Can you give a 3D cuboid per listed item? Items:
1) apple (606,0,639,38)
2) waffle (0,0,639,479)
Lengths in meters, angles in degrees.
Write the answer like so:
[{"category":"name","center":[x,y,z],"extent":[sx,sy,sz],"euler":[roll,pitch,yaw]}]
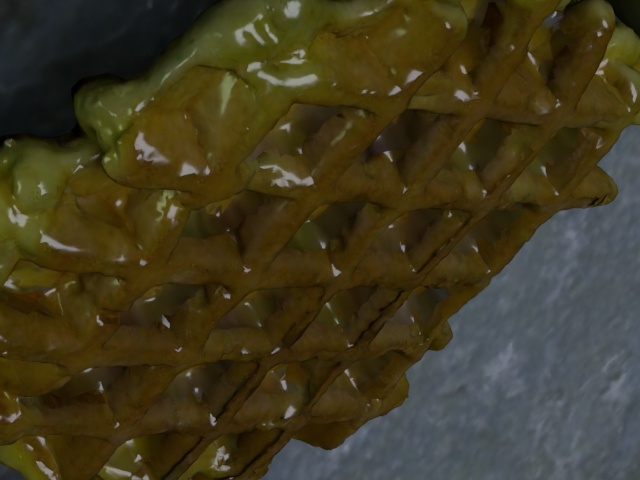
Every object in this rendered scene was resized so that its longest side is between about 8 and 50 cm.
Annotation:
[{"category":"apple","center":[0.214,-0.205,0.609],"extent":[0.258,0.233,0.295],"euler":[-55,173,-37]},{"category":"waffle","center":[-0.008,0.006,0.587],"extent":[0.301,0.058,0.281],"euler":[-37,150,11]}]
